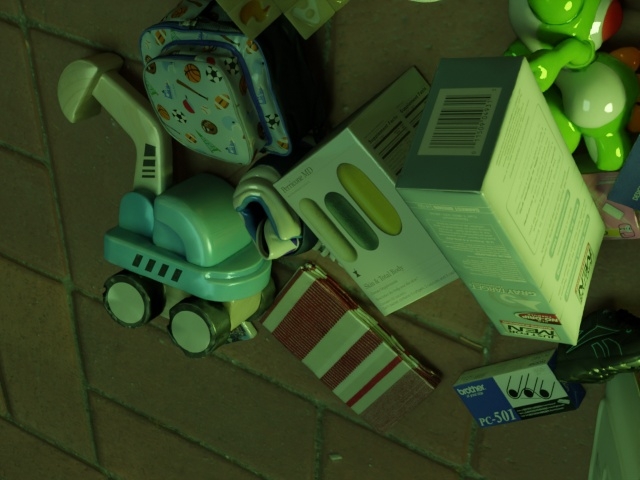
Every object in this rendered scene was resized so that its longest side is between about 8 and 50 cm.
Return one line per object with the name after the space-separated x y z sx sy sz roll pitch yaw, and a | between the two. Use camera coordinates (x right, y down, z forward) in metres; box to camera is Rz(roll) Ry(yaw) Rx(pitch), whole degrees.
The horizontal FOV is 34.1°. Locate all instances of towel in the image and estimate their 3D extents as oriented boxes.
0.048 0.204 1.941 0.329 0.037 0.237 43 140 4 | towel

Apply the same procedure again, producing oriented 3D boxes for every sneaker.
0.432 0.145 1.515 0.101 0.106 0.267 10 163 -27 | sneaker
0.000 0.000 1.659 0.323 0.236 0.130 47 138 -4 | sneaker

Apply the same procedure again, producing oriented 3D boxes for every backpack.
-0.151 -0.252 1.610 0.263 0.213 0.277 20 137 39 | backpack

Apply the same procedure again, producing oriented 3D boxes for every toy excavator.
-0.277 -0.077 1.865 0.432 0.222 0.445 20 116 21 | toy excavator

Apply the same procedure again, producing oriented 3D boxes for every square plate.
0.455 0.405 1.574 0.049 0.344 0.347 -1 127 4 | square plate

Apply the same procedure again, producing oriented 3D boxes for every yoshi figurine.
0.274 -0.233 1.312 0.203 0.203 0.362 8 131 53 | yoshi figurine

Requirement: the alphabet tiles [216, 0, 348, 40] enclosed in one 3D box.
-0.046 -0.420 1.306 0.342 0.285 0.011 45 -176 -43 | alphabet tiles

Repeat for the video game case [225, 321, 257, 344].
-0.241 0.127 2.109 0.183 0.023 0.201 -17 110 44 | video game case

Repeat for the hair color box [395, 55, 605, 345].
0.235 -0.038 1.282 0.113 0.185 0.374 5 152 34 | hair color box

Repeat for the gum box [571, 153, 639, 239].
0.358 -0.060 1.465 0.188 0.062 0.107 -2 121 38 | gum box

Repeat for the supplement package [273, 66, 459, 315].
0.115 -0.070 1.543 0.263 0.198 0.199 50 138 -6 | supplement package

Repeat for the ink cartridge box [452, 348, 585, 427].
0.330 0.251 1.751 0.207 0.046 0.097 -24 106 46 | ink cartridge box

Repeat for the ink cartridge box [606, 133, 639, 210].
0.532 -0.073 1.239 0.307 0.072 0.304 16 144 5 | ink cartridge box
